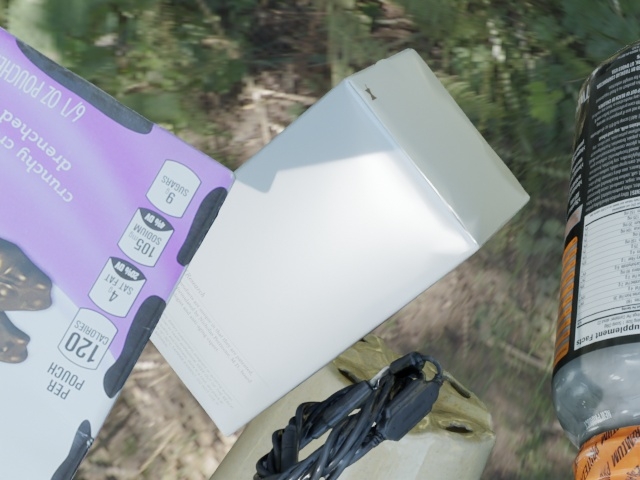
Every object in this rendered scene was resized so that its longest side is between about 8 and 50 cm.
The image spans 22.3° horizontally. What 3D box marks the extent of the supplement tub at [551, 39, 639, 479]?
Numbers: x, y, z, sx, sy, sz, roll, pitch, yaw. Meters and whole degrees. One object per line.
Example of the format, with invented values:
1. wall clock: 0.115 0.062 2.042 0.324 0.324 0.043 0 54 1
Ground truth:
1. supplement tub: 0.259 0.032 1.099 0.193 0.193 0.316 3 65 12

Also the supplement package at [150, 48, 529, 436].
1. supplement package: 0.000 0.000 1.389 0.293 0.177 0.175 -39 88 26

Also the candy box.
1. candy box: -0.142 0.027 0.447 0.165 0.070 0.196 32 65 -10

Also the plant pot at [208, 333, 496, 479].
1. plant pot: 0.022 0.274 1.703 0.333 0.334 0.305 29 106 8

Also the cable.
1. cable: 0.007 0.152 1.297 0.150 0.184 0.047 -15 111 52
